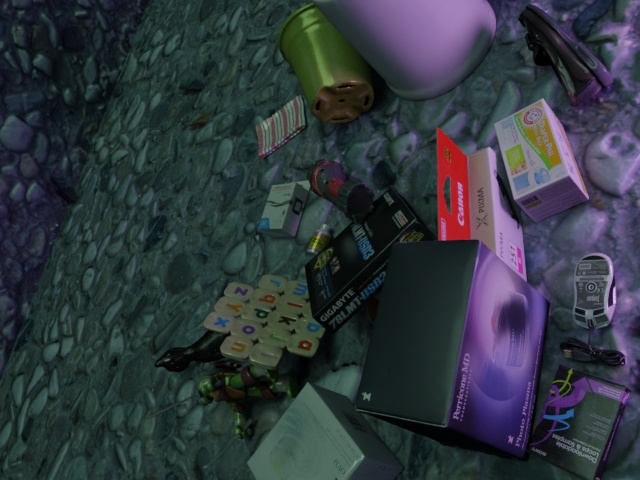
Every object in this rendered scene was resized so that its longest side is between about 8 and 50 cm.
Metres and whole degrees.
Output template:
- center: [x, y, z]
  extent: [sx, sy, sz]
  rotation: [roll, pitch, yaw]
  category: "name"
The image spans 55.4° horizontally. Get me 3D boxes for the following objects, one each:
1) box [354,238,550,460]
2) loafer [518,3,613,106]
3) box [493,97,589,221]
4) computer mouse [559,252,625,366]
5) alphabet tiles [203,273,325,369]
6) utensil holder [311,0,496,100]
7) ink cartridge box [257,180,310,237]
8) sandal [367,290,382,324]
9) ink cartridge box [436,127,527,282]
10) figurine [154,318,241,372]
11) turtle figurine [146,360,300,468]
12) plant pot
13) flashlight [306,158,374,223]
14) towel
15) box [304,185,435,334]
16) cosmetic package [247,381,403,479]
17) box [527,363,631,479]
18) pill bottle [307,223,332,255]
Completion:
- center: [0.239, 0.191, 1.042]
  extent: [0.182, 0.294, 0.297]
  rotation: [-3, 64, 43]
  category: "box"
- center: [0.496, -0.402, 1.307]
  extent: [0.095, 0.109, 0.303]
  rotation: [-43, 46, 22]
  category: "loafer"
- center: [0.435, -0.160, 1.212]
  extent: [0.114, 0.103, 0.203]
  rotation: [-27, 49, 30]
  category: "box"
- center: [0.476, 0.117, 1.052]
  extent: [0.106, 0.042, 0.193]
  rotation: [-4, 69, 48]
  category: "computer mouse"
- center: [-0.121, 0.186, 1.453]
  extent: [0.277, 0.021, 0.284]
  rotation: [12, 38, 13]
  category: "alphabet tiles"
- center: [0.196, -0.589, 1.498]
  extent: [0.327, 0.385, 0.328]
  rotation: [-23, 51, 32]
  category: "utensil holder"
- center: [-0.100, -0.101, 1.730]
  extent: [0.104, 0.060, 0.180]
  rotation: [-2, 65, 44]
  category: "ink cartridge box"
- center: [0.150, 0.062, 1.373]
  extent: [0.101, 0.076, 0.266]
  rotation: [2, 67, 45]
  category: "sandal"
- center: [0.310, -0.061, 1.170]
  extent: [0.060, 0.238, 0.275]
  rotation: [-18, 54, 36]
  category: "ink cartridge box"
- center: [-0.291, 0.272, 1.540]
  extent: [0.209, 0.215, 0.093]
  rotation: [-20, 83, 1]
  category: "figurine"
- center: [-0.197, 0.386, 1.421]
  extent: [0.266, 0.198, 0.274]
  rotation: [-25, 6, 21]
  category: "turtle figurine"
- center: [0.038, -0.479, 1.708]
  extent: [0.276, 0.276, 0.254]
  rotation: [-28, 61, 29]
  category: "plant pot"
- center: [0.049, -0.134, 1.508]
  extent: [0.103, 0.103, 0.304]
  rotation: [-47, 21, -1]
  category: "flashlight"
- center: [-0.128, -0.364, 1.944]
  extent: [0.197, 0.029, 0.144]
  rotation: [-31, 48, 27]
  category: "towel"
- center: [0.095, 0.031, 1.349]
  extent: [0.293, 0.073, 0.295]
  rotation: [-45, 16, 11]
  category: "box"
- center: [0.002, 0.454, 1.230]
  extent: [0.225, 0.138, 0.224]
  rotation: [-55, 41, 5]
  category: "cosmetic package"
- center: [0.421, 0.298, 0.999]
  extent: [0.116, 0.029, 0.162]
  rotation: [14, 77, 48]
  category: "box"
- center: [0.000, 0.000, 1.582]
  extent: [0.043, 0.043, 0.083]
  rotation: [11, 74, 47]
  category: "pill bottle"
